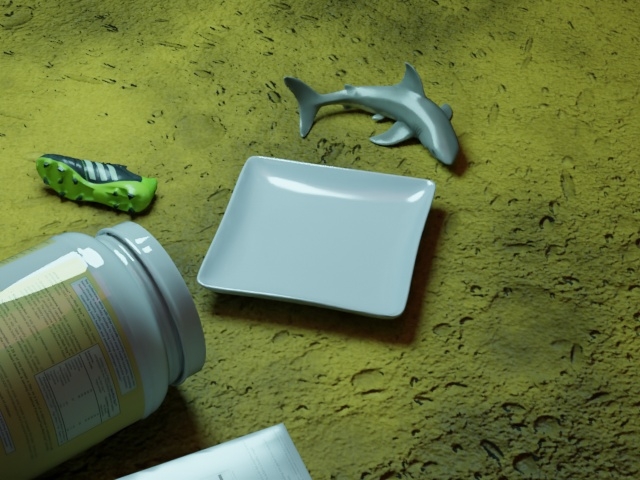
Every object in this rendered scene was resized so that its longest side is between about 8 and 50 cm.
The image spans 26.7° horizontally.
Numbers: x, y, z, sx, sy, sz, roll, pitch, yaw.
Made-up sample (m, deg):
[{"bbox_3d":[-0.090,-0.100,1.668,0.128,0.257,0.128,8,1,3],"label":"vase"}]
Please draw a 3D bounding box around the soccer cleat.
[{"bbox_3d":[-0.320,-0.087,1.934,0.179,0.060,0.072,19,36,11],"label":"soccer cleat"}]

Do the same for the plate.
[{"bbox_3d":[0.000,0.000,1.838,0.277,0.045,0.278,9,43,9],"label":"plate"}]

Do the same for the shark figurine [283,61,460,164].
[{"bbox_3d":[0.098,-0.218,2.029,0.278,0.116,0.166,18,44,16],"label":"shark figurine"}]

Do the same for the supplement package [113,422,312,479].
[{"bbox_3d":[-0.126,0.317,1.422,0.244,0.139,0.134,-16,46,-17],"label":"supplement package"}]

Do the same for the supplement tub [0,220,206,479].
[{"bbox_3d":[-0.324,0.135,1.548,0.331,0.241,0.241,-27,48,-26],"label":"supplement tub"}]
